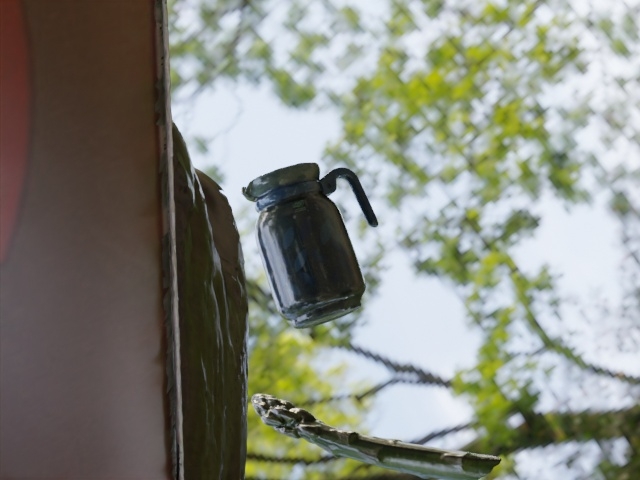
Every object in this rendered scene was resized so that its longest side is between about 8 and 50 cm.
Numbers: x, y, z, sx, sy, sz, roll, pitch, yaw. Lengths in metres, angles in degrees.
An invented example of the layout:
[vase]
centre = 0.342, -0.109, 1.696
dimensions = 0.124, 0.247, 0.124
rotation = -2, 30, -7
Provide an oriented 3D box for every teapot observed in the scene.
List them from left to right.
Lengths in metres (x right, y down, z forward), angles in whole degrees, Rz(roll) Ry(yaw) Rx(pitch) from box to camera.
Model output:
[teapot]
centre = -0.001, 0.000, 0.900
dimensions = 0.049, 0.063, 0.083
rotation = 34, -142, -81

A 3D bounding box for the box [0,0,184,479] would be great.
[box]
centre = -0.167, -0.150, 0.476
dimensions = 0.122, 0.344, 0.385
rotation = -17, -134, -20

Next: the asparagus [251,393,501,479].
[asparagus]
centre = 0.033, 0.149, 1.264
dimensions = 0.034, 0.236, 0.027
rotation = -53, -44, -31

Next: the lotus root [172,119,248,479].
[lotus root]
centre = -0.071, 0.079, 0.618
dimensions = 0.167, 0.078, 0.329
rotation = 33, -135, -45
